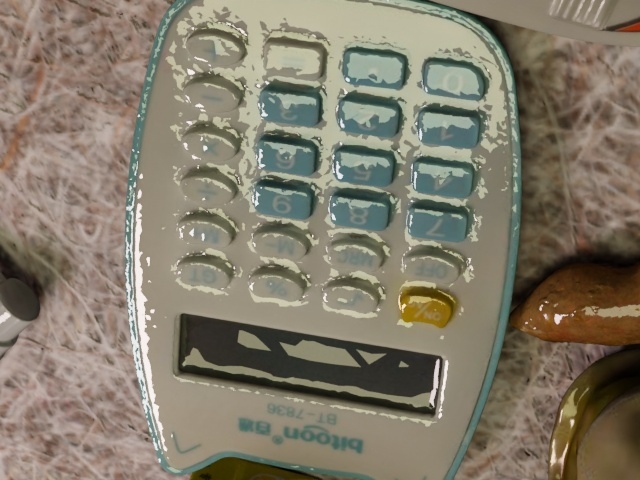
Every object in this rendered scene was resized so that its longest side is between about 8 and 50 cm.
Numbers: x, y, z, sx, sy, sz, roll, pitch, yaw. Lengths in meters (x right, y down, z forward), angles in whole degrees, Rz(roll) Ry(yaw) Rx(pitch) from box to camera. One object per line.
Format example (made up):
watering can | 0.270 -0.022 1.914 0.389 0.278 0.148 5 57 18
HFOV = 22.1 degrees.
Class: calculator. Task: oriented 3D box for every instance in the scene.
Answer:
calculator | 0.000 0.000 1.064 0.256 0.054 0.386 9 121 8

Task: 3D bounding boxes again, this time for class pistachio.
pistachio | 0.251 0.207 1.071 0.197 0.166 0.288 -22 111 -2

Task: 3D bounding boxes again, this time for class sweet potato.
sweet potato | 0.221 0.025 1.029 0.218 0.051 0.065 -21 112 24

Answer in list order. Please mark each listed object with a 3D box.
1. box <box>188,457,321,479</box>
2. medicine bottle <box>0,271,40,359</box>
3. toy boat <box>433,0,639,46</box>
box | -0.085 0.306 1.203 0.097 0.168 0.265 16 121 -1
medicine bottle | -0.292 0.087 1.183 0.220 0.061 0.092 -38 87 28
toy boat | 0.133 -0.175 0.906 0.295 0.088 0.129 17 129 -2
